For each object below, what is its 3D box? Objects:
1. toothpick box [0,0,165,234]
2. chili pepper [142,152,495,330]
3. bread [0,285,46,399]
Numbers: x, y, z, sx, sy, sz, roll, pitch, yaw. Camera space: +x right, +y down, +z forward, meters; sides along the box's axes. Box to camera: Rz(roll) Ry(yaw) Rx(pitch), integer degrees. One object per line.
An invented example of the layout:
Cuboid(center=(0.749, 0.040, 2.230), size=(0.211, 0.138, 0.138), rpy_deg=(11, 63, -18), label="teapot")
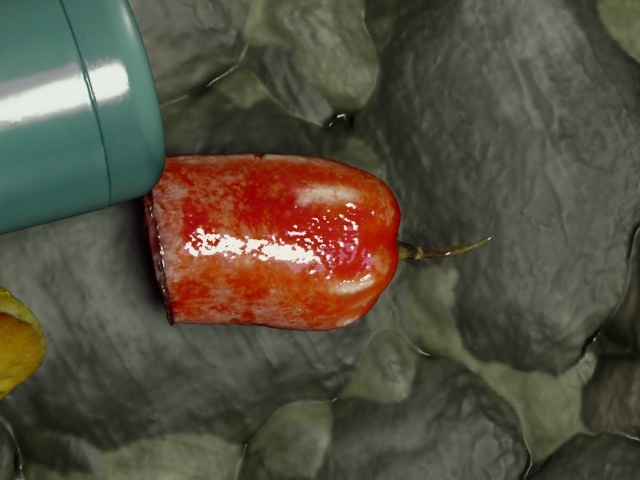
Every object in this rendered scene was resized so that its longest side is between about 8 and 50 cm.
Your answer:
Cuboid(center=(-0.173, -0.055, 0.825), size=(0.184, 0.120, 0.120), rpy_deg=(-17, 103, -13), label="toothpick box")
Cuboid(center=(0.000, 0.000, 0.919), size=(0.192, 0.084, 0.086), rpy_deg=(0, 113, -17), label="chili pepper")
Cuboid(center=(-0.235, 0.056, 0.784), size=(0.161, 0.233, 0.088), rpy_deg=(22, 47, -41), label="bread")
